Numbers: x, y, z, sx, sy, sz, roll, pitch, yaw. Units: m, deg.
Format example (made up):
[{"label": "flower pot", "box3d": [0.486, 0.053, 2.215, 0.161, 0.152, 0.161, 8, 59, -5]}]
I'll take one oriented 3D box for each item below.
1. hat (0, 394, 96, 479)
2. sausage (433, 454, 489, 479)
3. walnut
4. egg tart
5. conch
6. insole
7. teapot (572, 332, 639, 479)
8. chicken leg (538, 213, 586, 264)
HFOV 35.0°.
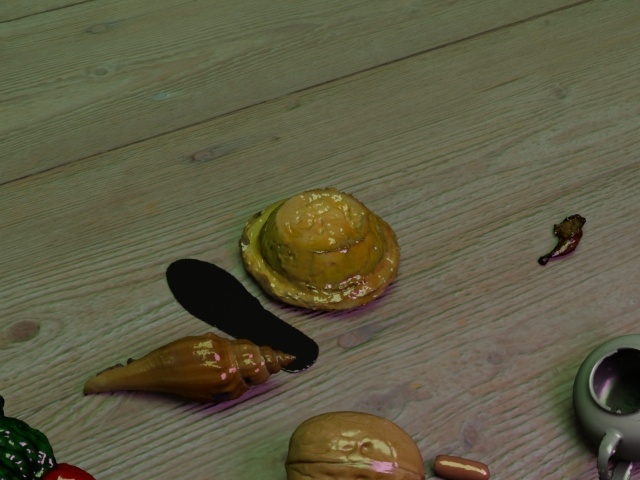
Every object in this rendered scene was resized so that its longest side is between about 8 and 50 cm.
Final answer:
[{"label": "hat", "box3d": [-0.441, 0.325, 1.324, 0.332, 0.242, 0.274, 18, 58, -5]}, {"label": "sausage", "box3d": [0.208, 0.337, 1.495, 0.083, 0.034, 0.034, 11, 46, 6]}, {"label": "walnut", "box3d": [0.048, 0.322, 1.412, 0.197, 0.165, 0.165, 10, 46, 8]}, {"label": "egg tart", "box3d": [0.000, 0.000, 1.756, 0.288, 0.118, 0.288, 0, 45, 0]}, {"label": "conch", "box3d": [-0.200, 0.208, 1.544, 0.331, 0.109, 0.093, -13, 55, -3]}, {"label": "insole", "box3d": [-0.137, 0.120, 1.694, 0.322, 0.007, 0.109, 32, 53, 24]}, {"label": "teapot", "box3d": [0.471, 0.231, 1.521, 0.193, 0.129, 0.294, 8, 66, 38]}, {"label": "chicken leg", "box3d": [0.445, -0.004, 1.851, 0.062, 0.037, 0.145, 5, 40, 31]}]
